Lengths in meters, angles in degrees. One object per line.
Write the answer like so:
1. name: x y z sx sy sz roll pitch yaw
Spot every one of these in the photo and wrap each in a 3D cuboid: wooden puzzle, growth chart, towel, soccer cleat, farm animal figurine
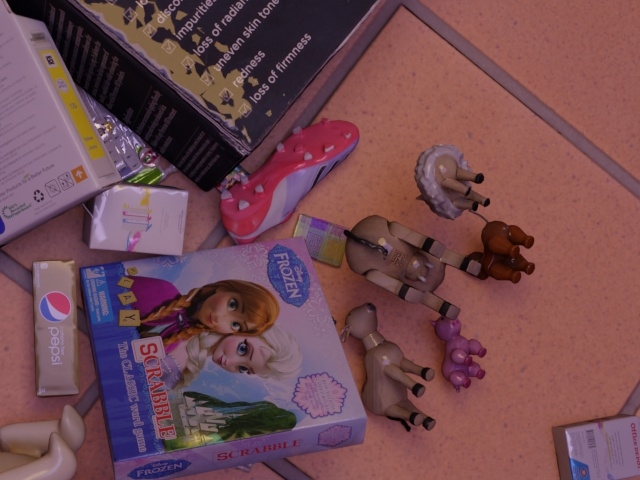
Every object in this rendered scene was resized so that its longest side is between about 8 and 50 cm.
1. wooden puzzle: -0.125 -0.085 1.701 0.083 0.006 0.049 43 77 -6
2. growth chart: -0.334 -0.139 1.651 0.172 0.021 0.237 -41 94 -13
3. towel: 0.000 0.000 1.721 0.083 0.009 0.060 19 81 -10
4. soccer cleat: -0.042 -0.085 1.694 0.248 0.095 0.083 -39 53 -25
5. farm animal figurine: 0.126 0.065 1.656 0.330 0.172 0.327 -53 138 -12

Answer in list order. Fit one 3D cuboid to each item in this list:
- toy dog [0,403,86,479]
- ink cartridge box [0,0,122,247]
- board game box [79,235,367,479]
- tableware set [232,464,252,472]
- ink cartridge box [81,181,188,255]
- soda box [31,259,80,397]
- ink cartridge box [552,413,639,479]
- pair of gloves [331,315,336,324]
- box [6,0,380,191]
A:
1. toy dog: -0.395 0.387 1.454 0.408 0.284 0.395 18 84 -12
2. ink cartridge box: -0.441 -0.147 1.516 0.303 0.072 0.307 -25 90 28
3. board game box: -0.135 0.147 1.556 0.318 0.066 0.318 -9 49 -14
4. tableware set: -0.112 0.230 1.666 0.141 0.020 0.168 40 77 -7
5. ink cartridge box: -0.260 -0.033 1.603 0.143 0.092 0.090 5 95 -18
6. soda box: -0.356 0.118 1.598 0.058 0.061 0.181 -2 85 -14
7. ink cartridge box: 0.415 0.311 1.765 0.122 0.052 0.088 -8 87 -13
8. pair of gloves: -0.012 0.144 1.703 0.074 0.010 0.083 -2 82 -12
9. box: -0.158 -0.406 1.571 0.472 0.297 0.480 41 74 -8
